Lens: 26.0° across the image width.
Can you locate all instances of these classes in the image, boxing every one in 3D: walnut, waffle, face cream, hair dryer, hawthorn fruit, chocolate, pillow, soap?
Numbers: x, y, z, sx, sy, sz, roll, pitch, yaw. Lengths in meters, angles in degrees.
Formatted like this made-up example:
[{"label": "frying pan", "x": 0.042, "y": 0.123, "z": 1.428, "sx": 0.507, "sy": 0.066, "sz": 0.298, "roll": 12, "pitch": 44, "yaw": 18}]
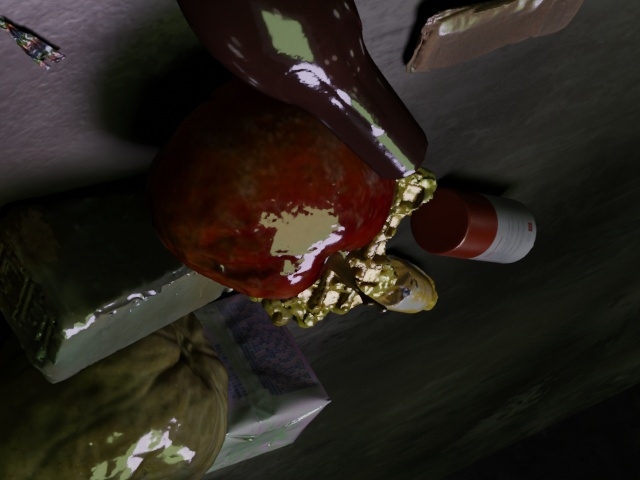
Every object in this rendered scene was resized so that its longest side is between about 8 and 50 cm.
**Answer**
[{"label": "walnut", "x": -0.247, "y": 0.189, "z": 1.582, "sx": 0.277, "sy": 0.282, "sz": 0.253, "roll": -41, "pitch": 117, "yaw": 11}, {"label": "waffle", "x": 0.011, "y": -0.014, "z": 1.630, "sx": 0.291, "sy": 0.051, "sz": 0.291, "roll": -13, "pitch": 128, "yaw": -17}, {"label": "face cream", "x": 0.218, "y": -0.020, "z": 1.955, "sx": 0.096, "sy": 0.096, "sz": 0.214, "roll": -40, "pitch": 157, "yaw": 24}, {"label": "hair dryer", "x": 0.065, "y": -0.245, "z": 1.154, "sx": 0.340, "sy": 0.123, "sz": 0.312, "roll": -48, "pitch": 128, "yaw": 5}, {"label": "hawthorn fruit", "x": -0.027, "y": -0.034, "z": 1.343, "sx": 0.242, "sy": 0.271, "sz": 0.242, "roll": -43, "pitch": -177, "yaw": 2}, {"label": "chocolate", "x": 0.128, "y": 0.074, "z": 2.092, "sx": 0.085, "sy": 0.085, "sz": 0.219, "roll": -35, "pitch": 162, "yaw": 11}, {"label": "pillow", "x": 0.194, "y": -0.236, "z": 1.501, "sx": 0.211, "sy": 0.034, "sz": 0.135, "roll": -19, "pitch": 161, "yaw": -15}, {"label": "soap", "x": -0.122, "y": 0.184, "z": 1.825, "sx": 0.182, "sy": 0.199, "sz": 0.138, "roll": -16, "pitch": 152, "yaw": -36}]

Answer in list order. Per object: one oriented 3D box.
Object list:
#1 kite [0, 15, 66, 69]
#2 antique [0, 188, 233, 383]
[{"label": "kite", "x": -0.263, "y": -0.182, "z": 1.071, "sx": 0.198, "sy": 0.006, "sz": 0.244, "roll": -36, "pitch": 158, "yaw": 13}, {"label": "antique", "x": -0.189, "y": 0.023, "z": 1.445, "sx": 0.284, "sy": 0.150, "sz": 0.125, "roll": -18, "pitch": 155, "yaw": -35}]
